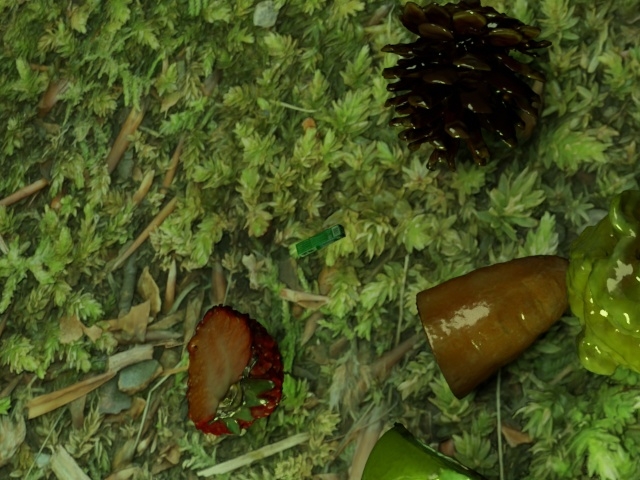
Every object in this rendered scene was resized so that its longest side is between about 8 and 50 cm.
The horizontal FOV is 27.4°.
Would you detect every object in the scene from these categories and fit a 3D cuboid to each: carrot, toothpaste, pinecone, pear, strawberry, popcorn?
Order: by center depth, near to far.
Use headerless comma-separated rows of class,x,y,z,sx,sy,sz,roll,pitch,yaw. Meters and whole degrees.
popcorn,0.420,0.055,1.666,0.250,0.235,0.242,-12,86,41
pear,0.142,0.419,1.708,0.286,0.176,0.282,29,92,18
carrot,0.255,0.099,1.816,0.225,0.159,0.159,-27,61,7
pinecone,0.207,-0.223,1.888,0.264,0.264,0.264,-11,69,29
strawberry,-0.122,0.200,2.034,0.190,0.111,0.236,-52,31,19
toothpaste,0.000,0.000,2.067,0.083,0.017,0.020,-26,65,23
